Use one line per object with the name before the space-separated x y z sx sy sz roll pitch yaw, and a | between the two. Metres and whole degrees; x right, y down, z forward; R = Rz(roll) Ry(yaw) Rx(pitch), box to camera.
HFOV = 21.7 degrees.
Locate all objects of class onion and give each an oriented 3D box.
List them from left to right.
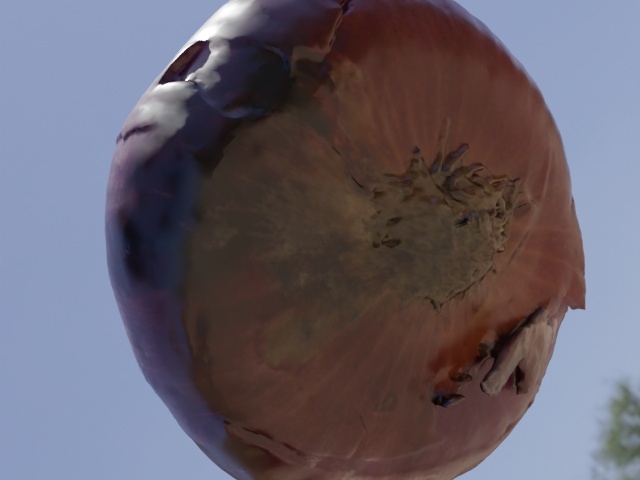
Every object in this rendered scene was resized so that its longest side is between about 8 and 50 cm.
onion | 0.000 0.000 1.106 0.347 0.348 0.285 -39 19 -26
